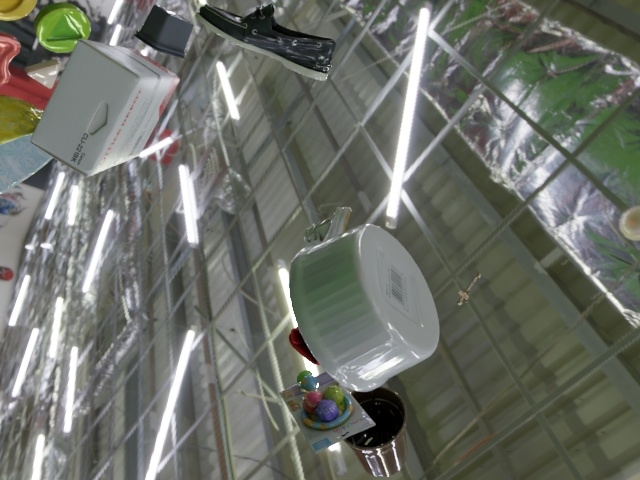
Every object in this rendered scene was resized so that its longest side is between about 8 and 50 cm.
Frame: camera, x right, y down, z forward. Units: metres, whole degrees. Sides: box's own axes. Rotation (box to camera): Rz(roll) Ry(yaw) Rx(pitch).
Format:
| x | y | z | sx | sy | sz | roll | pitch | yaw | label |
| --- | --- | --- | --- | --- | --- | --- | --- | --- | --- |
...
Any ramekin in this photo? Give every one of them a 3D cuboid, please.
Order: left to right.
| x | y | z | sx | sy | sz | roll | pitch | yaw | label |
| --- | --- | --- | --- | --- | --- | --- | --- | --- | --- |
| 0.086 | 0.106 | 0.889 | 0.135 | 0.277 | 0.277 | -31 | -132 | 28 | ramekin |

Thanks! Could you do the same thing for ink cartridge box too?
| x | y | z | sx | sy | sz | roll | pitch | yaw | label |
| --- | --- | --- | --- | --- | --- | --- | --- | --- | --- |
| -0.384 | -0.247 | 0.951 | 0.197 | 0.114 | 0.273 | -56 | -169 | 13 | ink cartridge box |

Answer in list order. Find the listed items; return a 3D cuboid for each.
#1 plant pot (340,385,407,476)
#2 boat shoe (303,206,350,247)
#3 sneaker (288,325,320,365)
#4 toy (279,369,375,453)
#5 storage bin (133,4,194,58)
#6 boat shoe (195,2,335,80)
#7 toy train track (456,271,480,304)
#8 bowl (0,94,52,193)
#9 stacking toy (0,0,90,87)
| x | y | z | sx | sy | sz | roll | pitch | yaw | label |
| --- | --- | --- | --- | --- | --- | --- | --- | --- | --- |
| 0.135 | 0.464 | 1.226 | 0.167 | 0.165 | 0.167 | -12 | -143 | 9 | plant pot |
| 0.000 | 0.000 | 1.334 | 0.277 | 0.096 | 0.098 | 116 | -1 | -51 | boat shoe |
| -0.002 | 0.144 | 1.014 | 0.087 | 0.128 | 0.221 | -46 | -134 | 34 | sneaker |
| 0.002 | 0.343 | 1.108 | 0.237 | 0.137 | 0.056 | -152 | -136 | -66 | toy |
| -0.385 | -0.525 | 1.279 | 0.098 | 0.135 | 0.091 | 36 | -72 | 12 | storage bin |
| -0.119 | -0.501 | 1.222 | 0.127 | 0.340 | 0.113 | -85 | -160 | -59 | boat shoe |
| 0.329 | 0.108 | 1.129 | 0.014 | 0.048 | 0.083 | 35 | -90 | 46 | toy train track |
| -0.634 | -0.181 | 0.923 | 0.289 | 0.156 | 0.289 | -35 | -172 | 6 | bowl |
| -0.746 | -0.528 | 1.248 | 0.309 | 0.279 | 0.130 | -42 | -106 | 23 | stacking toy |
